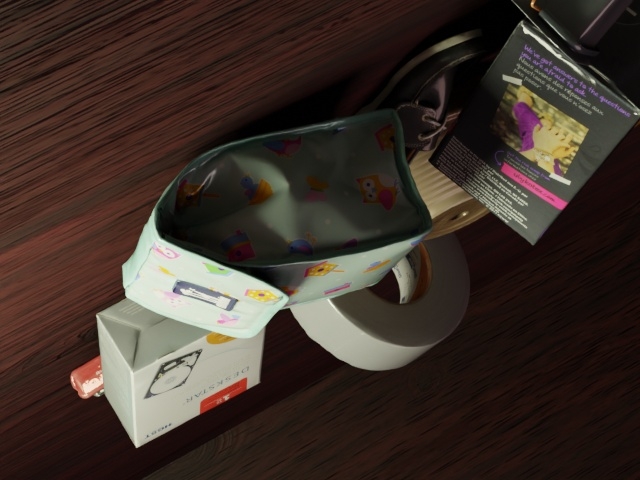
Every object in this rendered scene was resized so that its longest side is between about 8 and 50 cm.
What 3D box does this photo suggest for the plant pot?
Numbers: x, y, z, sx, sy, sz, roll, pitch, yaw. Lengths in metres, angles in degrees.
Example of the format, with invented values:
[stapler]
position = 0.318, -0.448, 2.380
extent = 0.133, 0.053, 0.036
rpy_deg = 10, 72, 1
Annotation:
[plant pot]
position = 0.132, -0.074, 1.871
extent = 0.237, 0.110, 0.237
rpy_deg = -24, 166, -7

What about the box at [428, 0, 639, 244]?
[box]
position = 0.240, -0.144, 1.647
extent = 0.165, 0.143, 0.270
rpy_deg = -48, 175, -31

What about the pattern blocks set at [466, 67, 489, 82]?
[pattern blocks set]
position = 0.264, -0.197, 1.948
extent = 0.325, 0.026, 0.285
rpy_deg = -36, 164, 33

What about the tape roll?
[tape roll]
position = 0.063, 0.037, 1.967
extent = 0.219, 0.219, 0.072
rpy_deg = -23, 168, -38

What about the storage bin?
[storage bin]
position = 0.196, -0.222, 1.376
extent = 0.091, 0.135, 0.098
rpy_deg = -46, 165, 18

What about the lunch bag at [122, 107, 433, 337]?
[lunch bag]
position = -0.052, -0.007, 1.610
extent = 0.262, 0.160, 0.223
rpy_deg = -16, 169, -17

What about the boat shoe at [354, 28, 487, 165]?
[boat shoe]
position = 0.102, -0.130, 1.676
extent = 0.084, 0.079, 0.233
rpy_deg = -21, 165, -38

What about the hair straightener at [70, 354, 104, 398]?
[hair straightener]
position = -0.205, 0.122, 2.141
extent = 0.230, 0.047, 0.089
rpy_deg = -37, 170, 8

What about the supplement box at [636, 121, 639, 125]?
[supplement box]
position = 0.351, -0.150, 2.324
extent = 0.233, 0.080, 0.078
rpy_deg = -39, 166, 33

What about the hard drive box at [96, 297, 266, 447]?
[hard drive box]
position = -0.162, 0.128, 2.008
extent = 0.181, 0.089, 0.232
rpy_deg = -27, 158, -17
